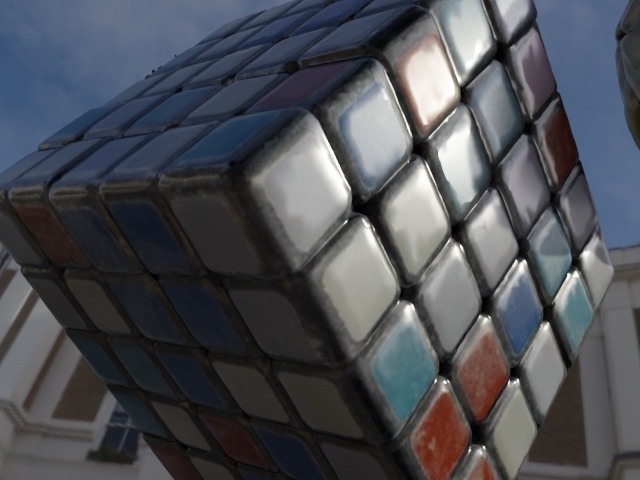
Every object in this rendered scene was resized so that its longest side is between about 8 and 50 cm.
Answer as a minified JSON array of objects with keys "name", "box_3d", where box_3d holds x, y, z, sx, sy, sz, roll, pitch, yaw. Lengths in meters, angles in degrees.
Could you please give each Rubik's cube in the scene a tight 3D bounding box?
[{"name":"Rubik's cube","box_3d":[0.000,0.000,0.534,0.293,0.292,0.287,-2,-54,42]}]

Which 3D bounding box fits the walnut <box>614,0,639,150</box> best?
[{"name":"walnut","box_3d":[0.397,-0.148,0.648,0.282,0.283,0.227,2,-1,11]}]
